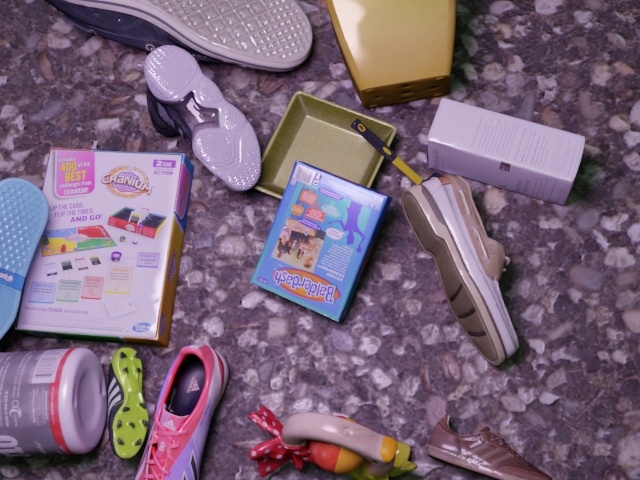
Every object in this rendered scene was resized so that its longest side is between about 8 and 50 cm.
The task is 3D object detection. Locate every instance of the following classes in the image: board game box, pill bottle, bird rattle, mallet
[{"bbox_3d":[-0.352,0.008,1.493,0.242,0.064,0.316,4,74,9],"label":"board game box"},{"bbox_3d":[-0.489,0.252,1.389,0.283,0.161,0.161,-4,73,7],"label":"pill bottle"},{"bbox_3d":[0.017,0.290,1.297,0.254,0.207,0.143,27,60,5],"label":"bird rattle"},{"bbox_3d":[0.118,-0.119,1.449,0.190,0.039,0.062,34,83,-8],"label":"mallet"},{"bbox_3d":[0.000,0.000,1.423,0.160,0.047,0.210,24,98,13],"label":"board game box"}]

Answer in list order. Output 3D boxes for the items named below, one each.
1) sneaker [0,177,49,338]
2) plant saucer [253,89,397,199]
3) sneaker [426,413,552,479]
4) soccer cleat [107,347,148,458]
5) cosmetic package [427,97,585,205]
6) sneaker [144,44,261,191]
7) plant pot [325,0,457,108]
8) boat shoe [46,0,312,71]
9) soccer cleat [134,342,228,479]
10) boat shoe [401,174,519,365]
[{"bbox_3d":[-0.550,0.064,1.438,0.127,0.208,0.319,33,64,-26],"label":"sneaker"},{"bbox_3d":[0.007,-0.132,1.496,0.188,0.045,0.188,23,77,14],"label":"plant saucer"},{"bbox_3d":[0.253,0.311,1.319,0.189,0.066,0.071,17,75,12],"label":"sneaker"},{"bbox_3d":[-0.305,0.256,1.406,0.060,0.072,0.178,11,57,-29],"label":"soccer cleat"},{"bbox_3d":[0.289,-0.138,1.423,0.231,0.117,0.085,16,75,13],"label":"cosmetic package"},{"bbox_3d":[-0.199,-0.189,1.500,0.101,0.153,0.268,-36,92,-19],"label":"sneaker"},{"bbox_3d":[0.124,-0.328,1.465,0.212,0.212,0.187,-9,84,5],"label":"plant pot"},{"bbox_3d":[-0.254,-0.402,1.563,0.501,0.156,0.186,16,71,0],"label":"boat shoe"},{"bbox_3d":[-0.223,0.308,1.358,0.109,0.116,0.318,13,75,11],"label":"soccer cleat"},{"bbox_3d":[0.236,0.037,1.377,0.103,0.113,0.302,-23,83,-16],"label":"boat shoe"}]
